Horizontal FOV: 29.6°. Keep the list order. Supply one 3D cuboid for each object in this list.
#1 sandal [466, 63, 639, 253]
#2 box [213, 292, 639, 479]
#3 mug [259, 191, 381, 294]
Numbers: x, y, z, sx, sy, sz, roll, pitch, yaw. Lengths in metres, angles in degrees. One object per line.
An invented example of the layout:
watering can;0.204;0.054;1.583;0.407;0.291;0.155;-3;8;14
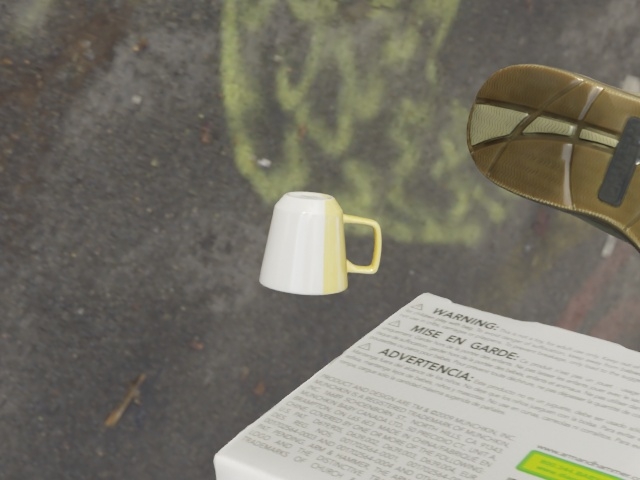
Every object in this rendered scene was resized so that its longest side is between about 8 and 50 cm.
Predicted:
sandal;0.140;-0.020;0.486;0.049;0.180;0.072;9;109;-55
box;0.053;0.136;0.361;0.103;0.114;0.203;-33;126;-44
mug;-0.004;-0.001;0.849;0.078;0.062;0.064;-4;103;-37
